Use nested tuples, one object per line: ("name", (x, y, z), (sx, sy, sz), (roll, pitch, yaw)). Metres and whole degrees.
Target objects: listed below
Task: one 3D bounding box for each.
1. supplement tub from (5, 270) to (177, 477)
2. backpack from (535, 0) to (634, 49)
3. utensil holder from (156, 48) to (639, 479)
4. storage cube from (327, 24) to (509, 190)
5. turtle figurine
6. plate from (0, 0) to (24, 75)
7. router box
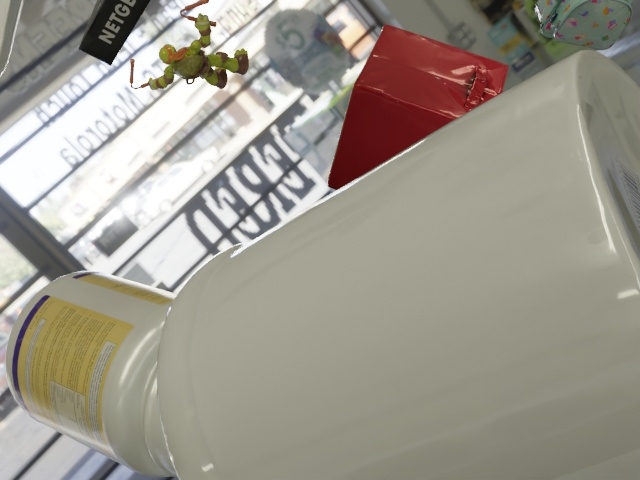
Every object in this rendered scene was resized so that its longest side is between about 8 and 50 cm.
("supplement tub", (-0.253, 0.185, 1.088), (0.331, 0.241, 0.241), (12, 48, 37))
("backpack", (0.534, -0.477, 1.526), (0.188, 0.166, 0.144), (111, 162, -44))
("utensil holder", (0.116, 0.080, 0.627), (0.385, 0.327, 0.327), (-29, 17, 34))
("storage cube", (0.138, -0.162, 1.118), (0.215, 0.193, 0.183), (107, -175, -45))
("turtle figurine", (-0.247, -0.373, 1.589), (0.269, 0.087, 0.217), (-41, -24, 32))
("plate", (-0.431, -0.307, 0.928), (0.277, 0.045, 0.278), (5, 80, 31))
("router box", (-0.207, -0.302, 0.871), (0.179, 0.046, 0.133), (-39, 36, 45))
